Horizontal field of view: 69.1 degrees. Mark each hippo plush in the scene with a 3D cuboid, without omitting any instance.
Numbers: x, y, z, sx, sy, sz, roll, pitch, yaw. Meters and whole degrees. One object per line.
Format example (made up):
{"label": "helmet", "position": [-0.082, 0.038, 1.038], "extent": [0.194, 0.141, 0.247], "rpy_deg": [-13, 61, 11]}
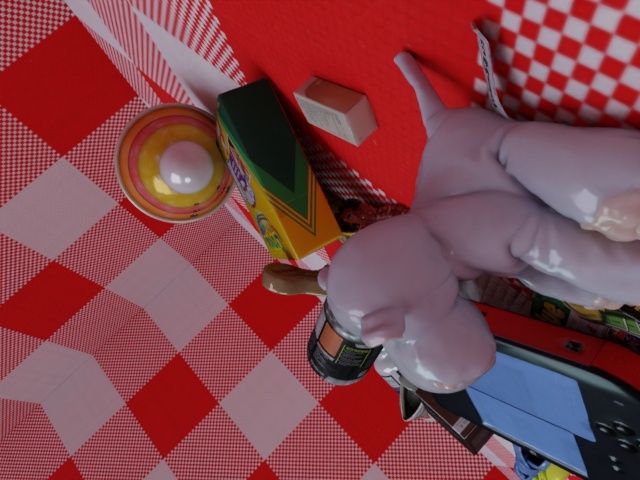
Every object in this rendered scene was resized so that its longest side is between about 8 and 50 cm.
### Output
{"label": "hippo plush", "position": [0.128, 0.013, 0.391], "extent": [0.294, 0.236, 0.234], "rpy_deg": [49, 170, -21]}

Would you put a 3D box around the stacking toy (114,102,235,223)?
{"label": "stacking toy", "position": [-0.359, -0.184, 1.185], "extent": [0.350, 0.351, 0.480], "rpy_deg": [49, 175, -20]}

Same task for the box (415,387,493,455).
{"label": "box", "position": [0.386, 0.432, 1.240], "extent": [0.167, 0.168, 0.203], "rpy_deg": [38, 167, 41]}

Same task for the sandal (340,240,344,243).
{"label": "sandal", "position": [0.112, 0.077, 1.194], "extent": [0.240, 0.079, 0.088], "rpy_deg": [44, 170, 7]}

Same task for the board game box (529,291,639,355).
{"label": "board game box", "position": [0.331, 0.114, 0.584], "extent": [0.136, 0.030, 0.259], "rpy_deg": [41, 169, 35]}

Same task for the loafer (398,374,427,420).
{"label": "loafer", "position": [0.282, 0.384, 1.320], "extent": [0.112, 0.112, 0.319], "rpy_deg": [21, 124, 41]}

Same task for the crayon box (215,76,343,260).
{"label": "crayon box", "position": [-0.107, -0.119, 0.973], "extent": [0.313, 0.106, 0.363], "rpy_deg": [65, 168, -4]}

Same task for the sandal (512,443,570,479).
{"label": "sandal", "position": [0.559, 0.555, 1.211], "extent": [0.138, 0.126, 0.317], "rpy_deg": [44, 163, 29]}

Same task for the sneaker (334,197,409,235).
{"label": "sneaker", "position": [0.121, -0.017, 0.824], "extent": [0.093, 0.088, 0.225], "rpy_deg": [27, -177, -36]}

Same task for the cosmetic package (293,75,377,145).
{"label": "cosmetic package", "position": [0.020, -0.179, 0.639], "extent": [0.115, 0.041, 0.060], "rpy_deg": [37, 167, 40]}

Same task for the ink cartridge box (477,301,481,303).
{"label": "ink cartridge box", "position": [0.320, 0.231, 0.892], "extent": [0.172, 0.100, 0.237], "rpy_deg": [42, 171, 19]}

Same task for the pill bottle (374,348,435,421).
{"label": "pill bottle", "position": [0.301, 0.419, 1.514], "extent": [0.323, 0.181, 0.181], "rpy_deg": [48, 170, -9]}

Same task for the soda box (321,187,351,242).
{"label": "soda box", "position": [0.026, -0.060, 1.046], "extent": [0.181, 0.061, 0.058], "rpy_deg": [38, 167, 40]}

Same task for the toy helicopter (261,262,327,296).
{"label": "toy helicopter", "position": [0.063, 0.083, 0.902], "extent": [0.355, 0.140, 0.235], "rpy_deg": [9, -162, -12]}

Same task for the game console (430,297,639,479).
{"label": "game console", "position": [0.282, 0.224, 0.674], "extent": [0.387, 0.060, 0.341], "rpy_deg": [15, 141, 49]}

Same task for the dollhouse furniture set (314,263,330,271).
{"label": "dollhouse furniture set", "position": [0.000, 0.000, 1.318], "extent": [0.212, 0.161, 0.242], "rpy_deg": [112, 135, -79]}

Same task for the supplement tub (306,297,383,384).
{"label": "supplement tub", "position": [0.091, 0.250, 1.325], "extent": [0.207, 0.207, 0.338], "rpy_deg": [42, 139, 20]}
